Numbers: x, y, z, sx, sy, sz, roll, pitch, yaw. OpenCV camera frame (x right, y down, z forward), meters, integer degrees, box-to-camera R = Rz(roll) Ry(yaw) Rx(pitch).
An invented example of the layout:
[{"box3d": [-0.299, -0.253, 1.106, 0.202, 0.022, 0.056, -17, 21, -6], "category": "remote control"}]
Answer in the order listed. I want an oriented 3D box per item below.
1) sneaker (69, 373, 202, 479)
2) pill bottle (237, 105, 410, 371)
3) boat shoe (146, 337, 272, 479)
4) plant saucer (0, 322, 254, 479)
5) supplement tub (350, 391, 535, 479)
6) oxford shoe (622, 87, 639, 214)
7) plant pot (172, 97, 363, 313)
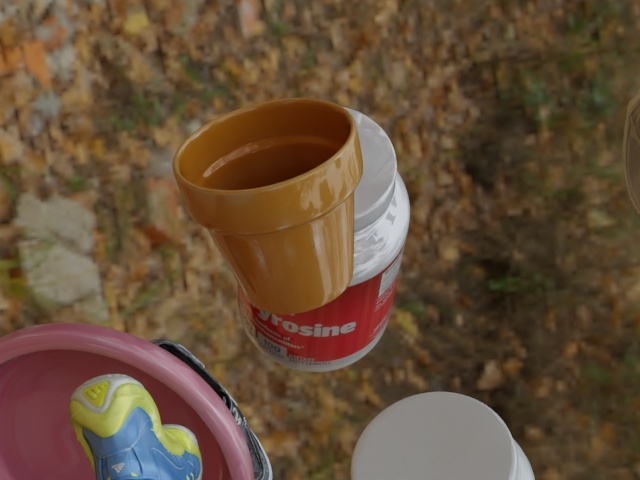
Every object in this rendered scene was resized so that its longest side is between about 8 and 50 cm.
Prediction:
[{"box3d": [-0.160, 0.221, 1.335, 0.240, 0.091, 0.126, 59, 11, -56], "category": "sneaker"}, {"box3d": [0.000, 0.000, 2.006, 0.408, 0.229, 0.229, 95, -1, -61], "category": "pill bottle"}, {"box3d": [-0.168, 0.268, 2.229, 0.108, 0.102, 0.301, -40, 100, -27], "category": "boat shoe"}, {"box3d": [-0.223, 0.220, 1.505, 0.084, 0.332, 0.332, -66, 144, -60], "category": "plant saucer"}, {"box3d": [0.139, 0.301, 1.561, 0.272, 0.191, 0.191, 71, 21, -50], "category": "supplement tub"}, {"box3d": [0.386, -0.105, 1.430, 0.449, 0.169, 0.130, 98, 10, -63], "category": "oxford shoe"}, {"box3d": [-0.042, -0.029, 1.646, 0.205, 0.205, 0.188, -69, 150, -54], "category": "plant pot"}]
